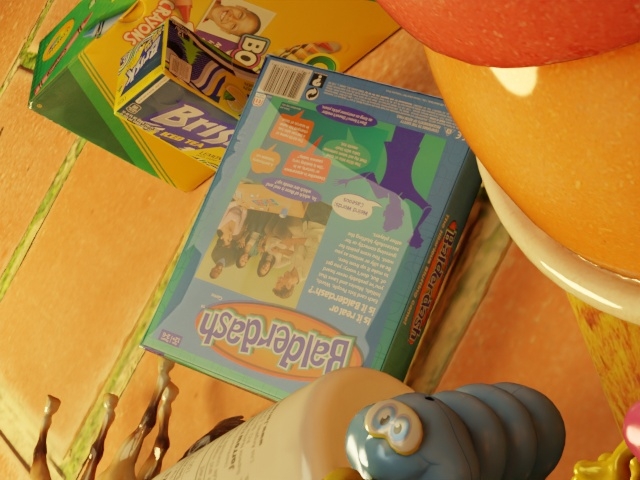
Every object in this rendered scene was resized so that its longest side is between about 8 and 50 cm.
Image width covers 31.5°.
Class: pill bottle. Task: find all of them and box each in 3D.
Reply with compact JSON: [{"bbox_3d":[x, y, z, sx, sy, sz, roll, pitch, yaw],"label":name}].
[{"bbox_3d":[-0.036,0.173,0.619,0.229,0.131,0.131,-35,42,33],"label":"pill bottle"}]

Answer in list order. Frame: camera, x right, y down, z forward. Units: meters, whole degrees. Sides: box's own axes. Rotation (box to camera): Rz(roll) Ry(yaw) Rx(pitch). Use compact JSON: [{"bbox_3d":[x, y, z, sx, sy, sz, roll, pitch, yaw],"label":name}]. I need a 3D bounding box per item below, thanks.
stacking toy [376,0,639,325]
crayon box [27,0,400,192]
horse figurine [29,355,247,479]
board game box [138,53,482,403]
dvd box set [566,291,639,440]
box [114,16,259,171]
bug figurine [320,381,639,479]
[{"bbox_3d":[0.060,-0.200,0.345,0.351,0.480,0.350,-31,45,36],"label":"stacking toy"},{"bbox_3d":[-0.083,-0.166,0.896,0.278,0.165,0.081,-34,42,34],"label":"crayon box"},{"bbox_3d":[-0.158,0.184,0.827,0.263,0.066,0.174,-21,50,44],"label":"horse figurine"},{"bbox_3d":[0.000,0.000,0.711,0.160,0.047,0.210,19,79,25],"label":"board game box"},{"bbox_3d":[0.226,-0.113,0.549,0.308,0.062,0.420,-39,40,28],"label":"dvd box set"},{"bbox_3d":[-0.060,-0.084,0.802,0.059,0.169,0.054,-32,44,35],"label":"box"},{"bbox_3d":[0.143,0.092,0.319,0.279,0.216,0.072,23,104,36],"label":"bug figurine"}]
